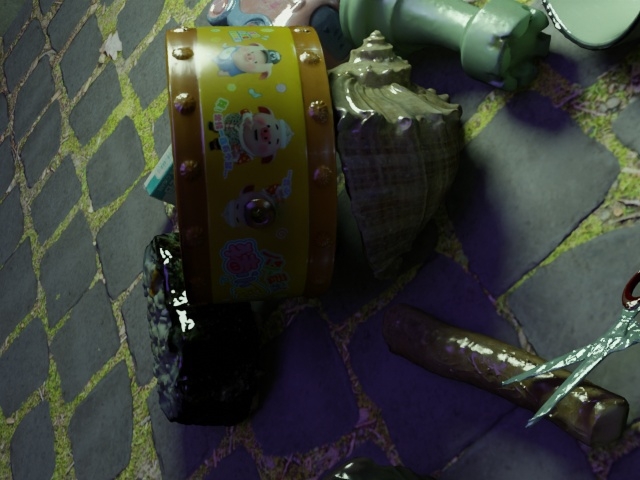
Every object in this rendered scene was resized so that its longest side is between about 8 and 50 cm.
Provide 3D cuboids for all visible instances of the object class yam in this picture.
[{"bbox_3d":[0.222,0.167,0.976,0.356,0.081,0.081,22,89,47],"label":"yam"}]

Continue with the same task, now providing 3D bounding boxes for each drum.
[{"bbox_3d":[-0.110,-0.110,1.142,0.431,0.214,0.431,176,90,-81],"label":"drum"}]

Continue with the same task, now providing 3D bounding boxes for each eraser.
[{"bbox_3d":[-0.267,-0.174,1.579,0.225,0.095,0.052,-52,46,16],"label":"eraser"}]

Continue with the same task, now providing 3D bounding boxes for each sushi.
[{"bbox_3d":[-0.208,0.145,1.330,0.211,0.170,0.350,122,140,-52],"label":"sushi"}]

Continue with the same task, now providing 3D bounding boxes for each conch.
[{"bbox_3d":[0.111,-0.126,1.101,0.210,0.297,0.352,-19,97,17],"label":"conch"}]

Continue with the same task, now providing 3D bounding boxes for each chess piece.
[{"bbox_3d":[0.190,-0.329,1.146,0.299,0.194,0.195,35,99,37],"label":"chess piece"}]

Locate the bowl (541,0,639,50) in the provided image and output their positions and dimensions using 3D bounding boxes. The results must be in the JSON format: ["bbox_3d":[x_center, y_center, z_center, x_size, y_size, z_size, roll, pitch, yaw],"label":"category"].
[{"bbox_3d":[0.400,-0.419,0.912,0.185,0.354,0.354,-11,57,-7],"label":"bowl"}]

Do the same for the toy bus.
[{"bbox_3d":[-0.045,-0.403,1.398,0.232,0.197,0.294,-45,45,8],"label":"toy bus"}]

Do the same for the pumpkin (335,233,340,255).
[{"bbox_3d":[0.000,-0.001,1.297,0.050,0.028,0.083,-59,40,11],"label":"pumpkin"}]

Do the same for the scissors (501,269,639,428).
[{"bbox_3d":[0.321,0.119,0.858,0.247,0.017,0.144,-35,25,9],"label":"scissors"}]

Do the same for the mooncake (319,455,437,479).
[{"bbox_3d":[0.141,0.432,0.846,0.381,0.212,0.351,17,91,44],"label":"mooncake"}]
